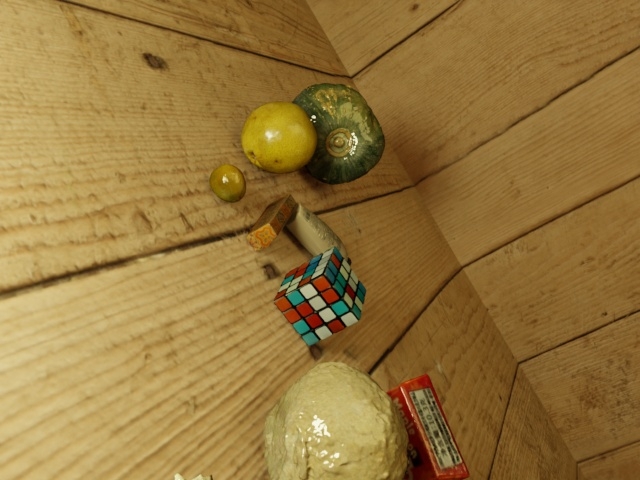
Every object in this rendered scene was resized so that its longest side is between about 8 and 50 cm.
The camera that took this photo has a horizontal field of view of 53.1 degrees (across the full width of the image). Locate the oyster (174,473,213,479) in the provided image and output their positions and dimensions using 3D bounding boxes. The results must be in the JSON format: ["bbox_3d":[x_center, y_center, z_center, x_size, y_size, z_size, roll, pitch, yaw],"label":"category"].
[{"bbox_3d":[-0.127,0.465,0.925,0.351,0.115,0.237,45,26,-29],"label":"oyster"}]

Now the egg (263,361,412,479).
[{"bbox_3d":[0.030,0.380,1.177,0.279,0.279,0.310,28,50,-51],"label":"egg"}]

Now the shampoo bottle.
[{"bbox_3d":[0.000,0.000,1.803,0.257,0.078,0.127,42,32,-31],"label":"shampoo bottle"}]

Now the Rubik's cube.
[{"bbox_3d":[0.003,0.133,1.549,0.151,0.155,0.154,52,24,-15],"label":"Rubik's cube"}]

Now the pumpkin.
[{"bbox_3d":[0.046,-0.353,2.071,0.257,0.292,0.327,-130,-164,-72],"label":"pumpkin"}]

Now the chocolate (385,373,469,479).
[{"bbox_3d":[0.173,0.449,1.418,0.108,0.235,0.237,12,50,-46],"label":"chocolate"}]

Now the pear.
[{"bbox_3d":[-0.118,-0.280,1.766,0.209,0.209,0.208,45,26,-30],"label":"pear"}]

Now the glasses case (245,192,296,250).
[{"bbox_3d":[-0.120,-0.049,1.627,0.049,0.075,0.218,56,22,-15],"label":"glasses case"}]

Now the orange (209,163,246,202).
[{"bbox_3d":[-0.219,-0.134,1.521,0.095,0.085,0.085,65,23,-2],"label":"orange"}]
